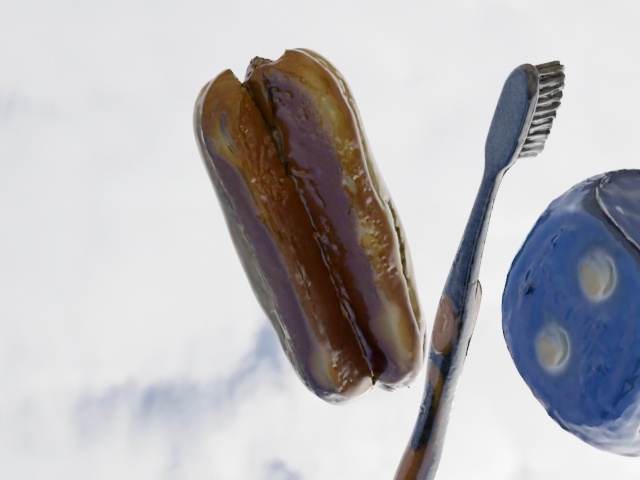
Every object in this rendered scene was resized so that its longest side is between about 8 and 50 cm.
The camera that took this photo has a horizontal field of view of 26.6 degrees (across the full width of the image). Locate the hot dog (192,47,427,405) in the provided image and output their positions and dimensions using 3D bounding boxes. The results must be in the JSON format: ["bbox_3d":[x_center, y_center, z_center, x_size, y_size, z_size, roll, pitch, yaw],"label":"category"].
[{"bbox_3d":[0.000,0.000,1.107,0.135,0.337,0.100,-22,-152,1],"label":"hot dog"}]

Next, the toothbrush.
[{"bbox_3d":[0.069,0.047,0.692,0.031,0.321,0.023,-12,-136,-31],"label":"toothbrush"}]

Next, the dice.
[{"bbox_3d":[0.213,0.046,0.883,0.146,0.146,0.143,1,-137,-36],"label":"dice"}]
